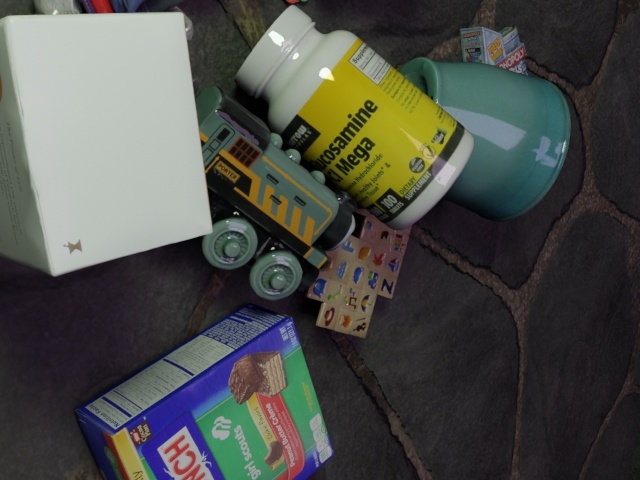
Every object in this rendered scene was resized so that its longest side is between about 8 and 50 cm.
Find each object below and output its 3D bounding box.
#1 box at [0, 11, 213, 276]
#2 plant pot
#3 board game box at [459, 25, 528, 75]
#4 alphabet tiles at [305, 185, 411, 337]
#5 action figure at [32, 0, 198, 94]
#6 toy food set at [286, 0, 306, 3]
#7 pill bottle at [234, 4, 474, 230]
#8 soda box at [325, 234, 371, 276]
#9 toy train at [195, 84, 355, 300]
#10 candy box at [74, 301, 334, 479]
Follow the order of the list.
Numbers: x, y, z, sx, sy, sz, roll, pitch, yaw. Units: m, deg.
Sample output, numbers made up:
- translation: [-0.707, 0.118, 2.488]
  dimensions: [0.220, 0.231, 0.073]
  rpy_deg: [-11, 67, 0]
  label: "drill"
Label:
- translation: [-0.287, -0.107, 0.778]
  dimensions: [0.168, 0.345, 0.215]
  rpy_deg: [-17, 108, -39]
  label: "box"
- translation: [0.245, -0.192, 1.318]
  dimensions: [0.255, 0.271, 0.271]
  rpy_deg: [14, 87, -28]
  label: "plant pot"
- translation: [0.355, -0.354, 1.513]
  dimensions: [0.194, 0.060, 0.194]
  rpy_deg: [-38, 120, -32]
  label: "board game box"
- translation: [0.066, 0.040, 1.260]
  dimensions: [0.198, 0.009, 0.237]
  rpy_deg: [21, 83, -43]
  label: "alphabet tiles"
- translation: [-0.219, -0.340, 0.975]
  dimensions: [0.330, 0.178, 0.341]
  rpy_deg: [-37, 149, -26]
  label: "action figure"
- translation: [-0.042, -0.413, 1.173]
  dimensions: [0.083, 0.020, 0.082]
  rpy_deg: [40, 70, -38]
  label: "toy food set"
- translation: [0.046, -0.183, 1.108]
  dimensions: [0.334, 0.188, 0.188]
  rpy_deg: [38, 68, -7]
  label: "pill bottle"
- translation: [0.000, 0.000, 1.242]
  dimensions: [0.181, 0.061, 0.058]
  rpy_deg: [30, 77, -41]
  label: "soda box"
- translation: [-0.099, -0.058, 1.043]
  dimensions: [0.334, 0.142, 0.190]
  rpy_deg: [38, 100, -29]
  label: "toy train"
- translation: [-0.155, 0.287, 1.104]
  dimensions: [0.317, 0.122, 0.268]
  rpy_deg: [-31, 116, -34]
  label: "candy box"
